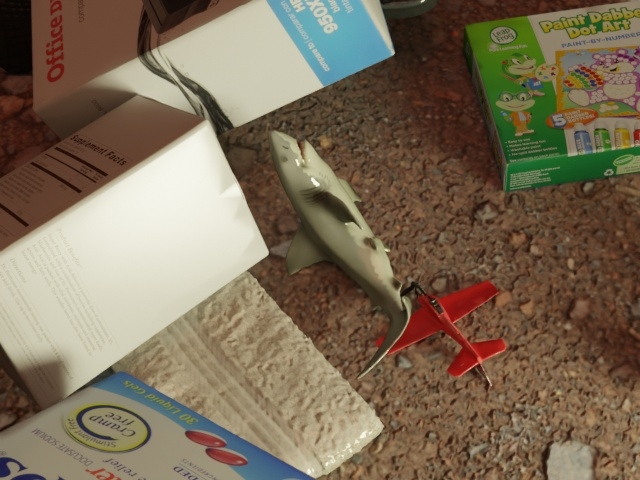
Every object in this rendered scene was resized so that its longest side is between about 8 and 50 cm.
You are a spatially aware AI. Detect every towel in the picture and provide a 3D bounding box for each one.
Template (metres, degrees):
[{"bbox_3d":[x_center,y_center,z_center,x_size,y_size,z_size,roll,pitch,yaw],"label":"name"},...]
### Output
[{"bbox_3d":[-0.088,0.149,1.218,0.187,0.049,0.282,-34,56,-19],"label":"towel"}]

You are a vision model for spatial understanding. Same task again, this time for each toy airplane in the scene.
[{"bbox_3d":[0.136,0.094,1.250,0.151,0.028,0.151,-4,52,5],"label":"toy airplane"}]

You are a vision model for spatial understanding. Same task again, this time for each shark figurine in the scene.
[{"bbox_3d":[0.017,0.022,1.297,0.116,0.166,0.278,-34,71,11],"label":"shark figurine"}]

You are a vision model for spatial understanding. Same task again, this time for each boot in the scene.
[{"bbox_3d":[-0.399,-0.362,1.568,0.083,0.247,0.161,-3,27,6],"label":"boot"}]

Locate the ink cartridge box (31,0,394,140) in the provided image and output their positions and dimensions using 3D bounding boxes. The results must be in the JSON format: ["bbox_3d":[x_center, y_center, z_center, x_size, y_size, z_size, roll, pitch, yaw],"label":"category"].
[{"bbox_3d":[-0.142,-0.281,1.409,0.394,0.166,0.285,-24,49,14],"label":"ink cartridge box"}]

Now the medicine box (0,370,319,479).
[{"bbox_3d":[-0.170,0.270,0.990,0.263,0.149,0.289,25,25,23],"label":"medicine box"}]

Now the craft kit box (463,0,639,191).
[{"bbox_3d":[0.320,-0.182,1.434,0.249,0.061,0.247,-9,49,-1],"label":"craft kit box"}]

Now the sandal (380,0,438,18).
[{"bbox_3d":[-0.013,-0.357,1.589,0.445,0.107,0.167,19,56,35],"label":"sandal"}]

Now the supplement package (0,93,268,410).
[{"bbox_3d":[-0.238,0.003,1.238,0.293,0.178,0.175,-35,31,-20],"label":"supplement package"}]
